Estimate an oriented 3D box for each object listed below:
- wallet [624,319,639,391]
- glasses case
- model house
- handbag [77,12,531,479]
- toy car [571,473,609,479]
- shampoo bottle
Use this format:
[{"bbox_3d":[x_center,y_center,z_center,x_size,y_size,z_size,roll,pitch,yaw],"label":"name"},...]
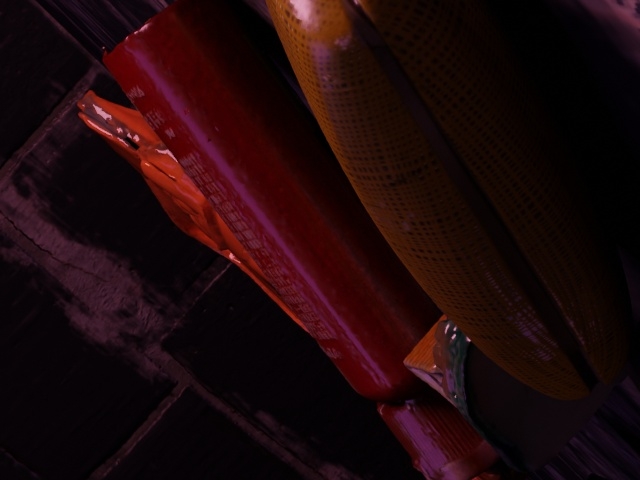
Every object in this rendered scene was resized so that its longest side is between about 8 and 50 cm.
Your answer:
[{"bbox_3d":[0.162,0.064,0.390,0.149,0.044,0.250,46,178,16],"label":"wallet"},{"bbox_3d":[0.048,-0.020,0.397,0.234,0.064,0.079,49,-169,-49],"label":"glasses case"},{"bbox_3d":[0.079,0.039,0.611,0.101,0.088,0.100,49,172,-39],"label":"model house"},{"bbox_3d":[0.018,0.031,0.962,0.410,0.116,0.303,41,176,21],"label":"handbag"},{"bbox_3d":[0.239,0.224,0.836,0.193,0.118,0.301,23,170,7],"label":"toy car"},{"bbox_3d":[0.000,-0.001,0.709,0.314,0.076,0.118,53,172,-9],"label":"shampoo bottle"}]
